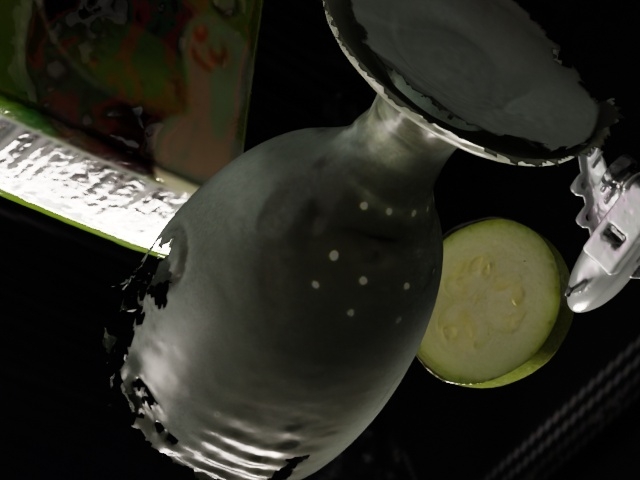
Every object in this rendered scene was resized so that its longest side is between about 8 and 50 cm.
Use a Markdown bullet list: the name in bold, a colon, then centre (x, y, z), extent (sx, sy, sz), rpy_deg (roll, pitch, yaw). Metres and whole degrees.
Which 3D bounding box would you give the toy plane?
- **toy plane**: centre (0.323, -0.018, 1.272), extent (0.251, 0.101, 0.255), rpy_deg (48, -57, 24)

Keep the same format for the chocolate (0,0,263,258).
- **chocolate**: centre (-0.190, -0.171, 1.027), extent (0.137, 0.301, 0.288), rpy_deg (-18, -123, 43)

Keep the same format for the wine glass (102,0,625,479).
- **wine glass**: centre (0.006, 0.001, 0.748), extent (0.357, 0.190, 0.190), rpy_deg (-52, -154, 39)

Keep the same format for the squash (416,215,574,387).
- **squash**: centre (0.237, 0.088, 1.777), extent (0.252, 0.049, 0.252), rpy_deg (-14, -115, 32)
